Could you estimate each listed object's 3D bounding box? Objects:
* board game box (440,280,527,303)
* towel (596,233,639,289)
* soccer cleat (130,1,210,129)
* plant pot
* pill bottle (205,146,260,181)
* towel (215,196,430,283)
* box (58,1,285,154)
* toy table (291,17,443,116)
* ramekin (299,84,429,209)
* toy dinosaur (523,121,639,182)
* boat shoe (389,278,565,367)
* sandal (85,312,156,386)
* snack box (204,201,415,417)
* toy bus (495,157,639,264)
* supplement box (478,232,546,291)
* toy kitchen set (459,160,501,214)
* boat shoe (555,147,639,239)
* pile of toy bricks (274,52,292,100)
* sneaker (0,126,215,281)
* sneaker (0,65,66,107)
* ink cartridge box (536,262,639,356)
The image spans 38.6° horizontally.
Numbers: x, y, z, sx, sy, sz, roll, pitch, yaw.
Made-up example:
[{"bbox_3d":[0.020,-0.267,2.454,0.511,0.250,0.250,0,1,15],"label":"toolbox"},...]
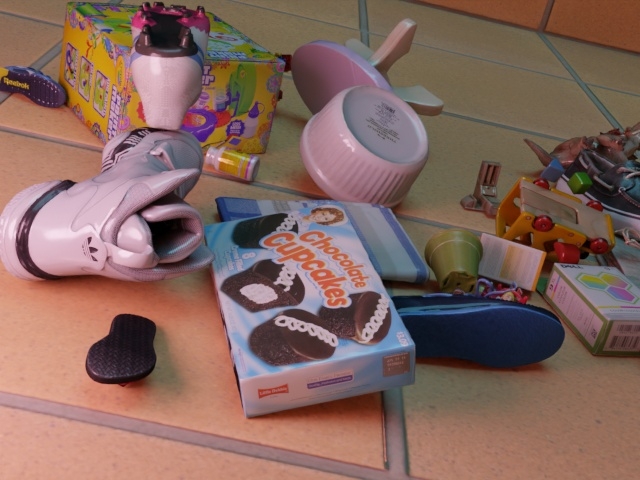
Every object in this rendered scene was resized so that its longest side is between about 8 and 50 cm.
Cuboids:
[{"bbox_3d":[0.246,0.090,1.259,0.133,0.033,0.169,5,26,-18],"label":"board game box"},{"bbox_3d":[0.549,0.073,1.436,0.187,0.049,0.282,14,24,-2],"label":"towel"},{"bbox_3d":[-0.225,-0.259,1.335,0.116,0.143,0.331,4,24,-6],"label":"soccer cleat"},{"bbox_3d":[0.188,0.039,1.267,0.083,0.083,0.079,12,35,-5],"label":"plant pot"},{"bbox_3d":[-0.144,-0.128,1.494,0.083,0.043,0.043,18,25,7],"label":"pill bottle"},{"bbox_3d":[0.000,0.000,1.320,0.285,0.034,0.209,2,30,-20],"label":"towel"},{"bbox_3d":[-0.267,-0.284,1.597,0.290,0.177,0.279,-5,31,-35],"label":"box"},{"bbox_3d":[0.094,-0.304,1.775,0.161,0.252,0.274,-30,71,-36],"label":"toy table"},{"bbox_3d":[0.080,-0.158,1.496,0.207,0.109,0.207,16,50,-21],"label":"ramekin"},{"bbox_3d":[0.547,-0.173,1.866,0.295,0.127,0.200,0,19,-2],"label":"toy dinosaur"},{"bbox_3d":[0.177,0.092,1.136,0.258,0.109,0.089,10,24,-14],"label":"boat shoe"},{"bbox_3d":[-0.206,0.123,0.963,0.067,0.040,0.179,17,10,-6],"label":"sandal"},{"bbox_3d":[-0.025,0.066,1.071,0.187,0.060,0.322,-10,32,-10],"label":"snack box"},{"bbox_3d":[0.376,-0.015,1.448,0.191,0.104,0.202,-18,62,-39],"label":"toy bus"},{"bbox_3d":[0.276,0.033,1.349,0.098,0.062,0.036,18,-2,8],"label":"supplement box"},{"bbox_3d":[0.288,-0.093,1.607,0.068,0.075,0.083,6,22,-15],"label":"toy kitchen set"},{"bbox_3d":[0.526,-0.086,1.608,0.121,0.119,0.335,11,16,-24],"label":"boat shoe"},{"bbox_3d":[-0.155,-0.325,1.856,0.212,0.118,0.105,3,-6,14],"label":"pile of toy bricks"},{"bbox_3d":[-0.202,-0.046,1.135,0.210,0.137,0.366,5,25,26],"label":"sneaker"},{"bbox_3d":[-0.502,-0.276,1.606,0.144,0.053,0.059,23,24,16],"label":"sneaker"},{"bbox_3d":[0.396,0.083,1.315,0.109,0.062,0.209,4,27,-19],"label":"ink cartridge box"}]
